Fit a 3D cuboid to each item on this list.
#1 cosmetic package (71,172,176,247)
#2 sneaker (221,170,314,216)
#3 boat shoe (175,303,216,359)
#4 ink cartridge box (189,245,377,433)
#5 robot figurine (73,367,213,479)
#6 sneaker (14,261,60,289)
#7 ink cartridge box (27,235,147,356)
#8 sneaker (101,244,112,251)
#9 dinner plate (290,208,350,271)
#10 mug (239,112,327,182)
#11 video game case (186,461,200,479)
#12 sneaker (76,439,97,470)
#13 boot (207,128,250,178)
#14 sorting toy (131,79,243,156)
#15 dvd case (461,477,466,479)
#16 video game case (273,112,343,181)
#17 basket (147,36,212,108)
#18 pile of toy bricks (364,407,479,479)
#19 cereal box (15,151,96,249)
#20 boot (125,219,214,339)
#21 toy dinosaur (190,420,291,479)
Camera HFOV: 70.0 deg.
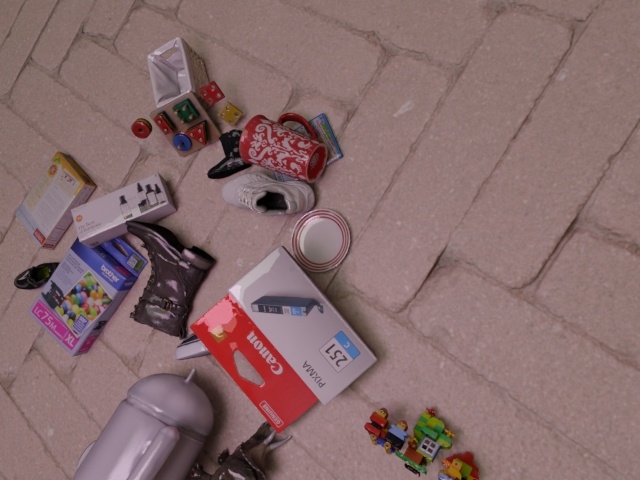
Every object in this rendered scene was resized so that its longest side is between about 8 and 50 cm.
[{"bbox_3d":[-0.501,-0.078,1.166,0.239,0.060,0.099,-25,70,-3],"label":"cosmetic package"},{"bbox_3d":[-0.137,-0.101,1.018,0.232,0.115,0.090,6,108,25],"label":"sneaker"},{"bbox_3d":[-0.196,0.177,1.013,0.301,0.108,0.102,-26,73,14],"label":"boat shoe"},{"bbox_3d":[-0.081,0.203,0.908,0.261,0.066,0.296,-41,89,0],"label":"ink cartridge box"},{"bbox_3d":[-0.360,0.434,0.956,0.199,0.300,0.354,36,65,-16],"label":"robot figurine"},{"bbox_3d":[-0.801,0.095,1.294,0.188,0.078,0.067,-14,76,21],"label":"sneaker"},{"bbox_3d":[-0.615,0.125,1.204,0.185,0.065,0.311,38,95,11],"label":"ink cartridge box"},{"bbox_3d":[-0.601,0.042,1.244,0.083,0.031,0.035,-31,72,15],"label":"sneaker"},{"bbox_3d":[0.000,0.000,1.008,0.141,0.017,0.141,-3,81,22],"label":"dinner plate"},{"bbox_3d":[-0.071,-0.214,1.007,0.169,0.113,0.150,25,93,21],"label":"mug"},{"bbox_3d":[-0.341,0.523,1.067,0.122,0.011,0.087,34,95,24],"label":"video game case"},{"bbox_3d":[-0.510,0.599,1.076,0.163,0.086,0.226,23,100,35],"label":"sneaker"},{"bbox_3d":[-0.230,-0.213,1.124,0.121,0.045,0.099,-18,77,12],"label":"boot"},{"bbox_3d":[-0.329,-0.281,1.130,0.274,0.132,0.046,-20,35,18],"label":"sorting toy"},{"bbox_3d":[0.287,0.575,0.790,0.253,0.022,0.180,42,97,23],"label":"dvd case"},{"bbox_3d":[-0.042,-0.205,1.060,0.166,0.015,0.119,-27,72,17],"label":"video game case"},{"bbox_3d":[-0.359,-0.411,1.179,0.113,0.103,0.167,-20,73,19],"label":"basket"},{"bbox_3d":[0.188,0.360,0.833,0.212,0.118,0.105,22,58,33],"label":"pile of toy bricks"},{"bbox_3d":[-0.777,-0.117,1.336,0.173,0.047,0.240,42,99,23],"label":"cereal box"},{"bbox_3d":[-0.402,0.094,1.106,0.263,0.091,0.229,30,95,8],"label":"boot"},{"bbox_3d":[-0.175,0.533,0.939,0.160,0.121,0.314,-2,76,36],"label":"toy dinosaur"}]
